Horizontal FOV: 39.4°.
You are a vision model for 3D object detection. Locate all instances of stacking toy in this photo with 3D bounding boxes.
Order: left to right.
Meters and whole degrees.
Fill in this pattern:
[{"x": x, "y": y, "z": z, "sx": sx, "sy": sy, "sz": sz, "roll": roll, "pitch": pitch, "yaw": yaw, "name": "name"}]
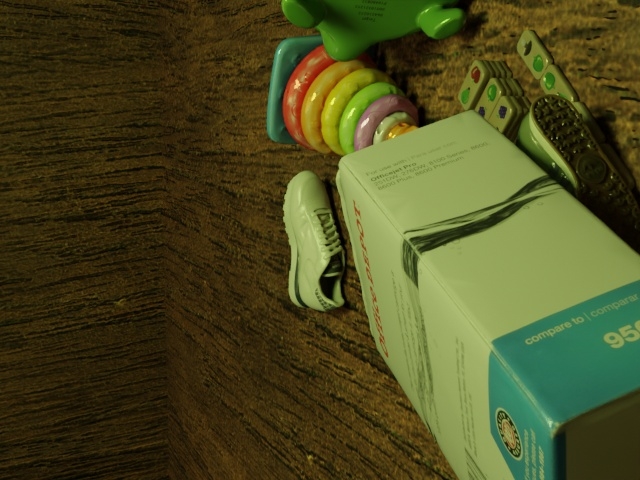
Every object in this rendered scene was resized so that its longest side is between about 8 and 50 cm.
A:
[{"x": 0.073, "y": -0.160, "z": 1.209, "sx": 0.302, "sy": 0.175, "sz": 0.166, "roll": 38, "pitch": 130, "yaw": 43, "name": "stacking toy"}]

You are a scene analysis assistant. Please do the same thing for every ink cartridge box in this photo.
[{"x": 0.179, "y": 0.099, "z": 0.837, "sx": 0.395, "sy": 0.166, "sz": 0.285, "roll": -123, "pitch": 16, "yaw": -49, "name": "ink cartridge box"}]

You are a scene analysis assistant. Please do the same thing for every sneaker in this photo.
[{"x": 0.000, "y": 0.000, "z": 1.482, "sx": 0.095, "sy": 0.090, "sz": 0.235, "roll": 2, "pitch": 99, "yaw": 55, "name": "sneaker"}, {"x": 0.245, "y": -0.041, "z": 0.864, "sx": 0.086, "sy": 0.064, "sz": 0.192, "roll": 114, "pitch": 135, "yaw": -68, "name": "sneaker"}]

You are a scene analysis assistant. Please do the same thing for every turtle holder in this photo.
[{"x": 0.074, "y": -0.362, "z": 1.070, "sx": 0.320, "sy": 0.243, "sz": 0.227, "roll": 63, "pitch": -161, "yaw": -55, "name": "turtle holder"}]

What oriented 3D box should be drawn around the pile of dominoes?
[{"x": 0.218, "y": -0.086, "z": 0.971, "sx": 0.196, "sy": 0.040, "sz": 0.251, "roll": 112, "pitch": 147, "yaw": -46, "name": "pile of dominoes"}]
